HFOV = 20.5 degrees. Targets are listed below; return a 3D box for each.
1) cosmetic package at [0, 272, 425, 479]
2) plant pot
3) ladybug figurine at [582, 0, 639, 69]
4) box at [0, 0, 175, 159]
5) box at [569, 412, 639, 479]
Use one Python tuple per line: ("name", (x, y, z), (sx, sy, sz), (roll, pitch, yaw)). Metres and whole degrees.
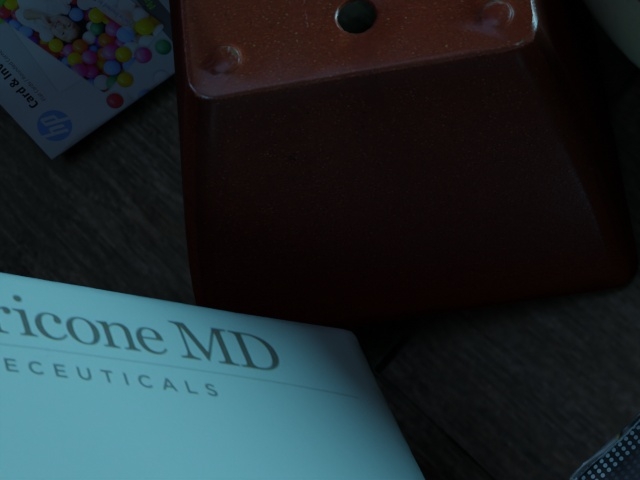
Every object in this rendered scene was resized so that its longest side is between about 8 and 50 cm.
("cosmetic package", (-0.122, 0.268, 0.849), (0.327, 0.329, 0.393), (-56, 40, 29))
("plant pot", (0.028, -0.119, 1.013), (0.267, 0.236, 0.267), (-9, 66, 6))
("ladybug figurine", (0.326, -0.171, 0.891), (0.449, 0.162, 0.305), (17, 66, 17))
("box", (-0.164, -0.164, 1.243), (0.186, 0.145, 0.038), (-32, 27, 16))
("box", (0.252, 0.209, 0.818), (0.060, 0.216, 0.270), (-45, 57, 9))
